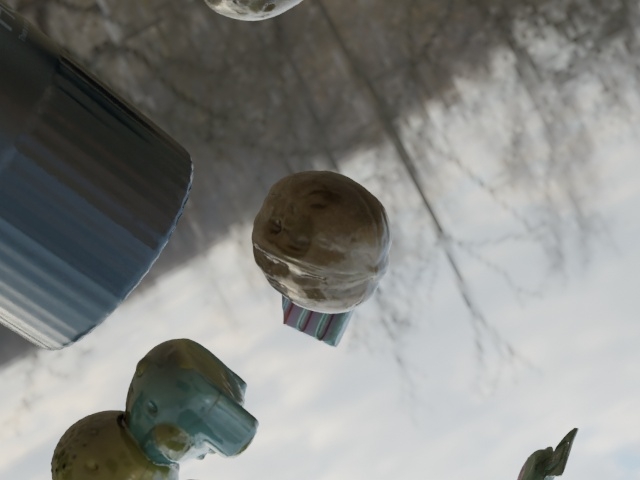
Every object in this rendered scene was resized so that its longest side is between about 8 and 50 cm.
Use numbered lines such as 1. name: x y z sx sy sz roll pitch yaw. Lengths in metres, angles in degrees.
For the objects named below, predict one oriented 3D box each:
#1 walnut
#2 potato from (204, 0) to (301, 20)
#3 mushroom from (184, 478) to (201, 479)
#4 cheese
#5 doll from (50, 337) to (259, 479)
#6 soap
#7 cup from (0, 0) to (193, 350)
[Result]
1. walnut: 0.001 0.000 1.730 0.162 0.140 0.140 26 -136 35
2. potato: -0.036 -0.337 1.681 0.262 0.165 0.165 -59 -173 2
3. mushroom: -0.141 0.316 1.999 0.083 0.083 0.067 -22 -174 43
4. cheese: 0.229 0.237 1.768 0.067 0.026 0.120 -67 -173 -33
5. doll: -0.218 0.253 2.121 0.260 0.161 0.177 -45 -157 8
6. soap: 0.005 0.051 2.188 0.056 0.100 0.149 34 80 -82
7. cup: -0.302 -0.068 1.541 0.242 0.292 0.308 -60 -158 -17
